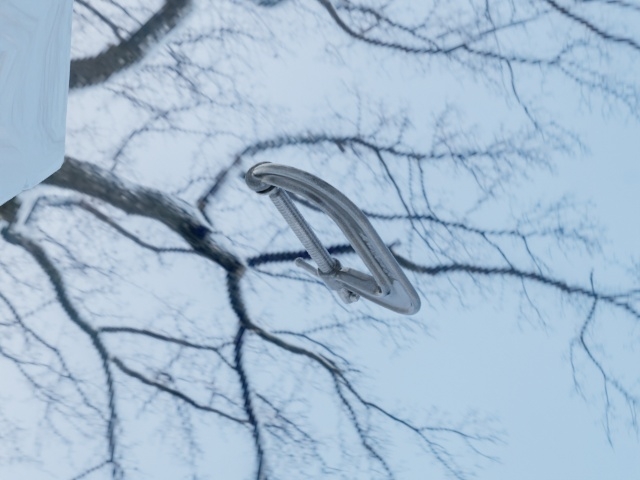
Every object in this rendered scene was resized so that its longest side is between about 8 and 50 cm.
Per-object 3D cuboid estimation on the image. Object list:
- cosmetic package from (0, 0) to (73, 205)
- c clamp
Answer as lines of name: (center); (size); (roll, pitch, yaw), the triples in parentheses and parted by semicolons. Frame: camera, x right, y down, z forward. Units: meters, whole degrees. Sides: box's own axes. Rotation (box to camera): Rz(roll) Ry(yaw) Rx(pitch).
cosmetic package: (-0.288, -0.061, 0.285); (0.377, 0.284, 0.097); (25, -53, 16)
c clamp: (0.000, 0.000, 0.845); (0.137, 0.161, 0.022); (28, -110, 38)
